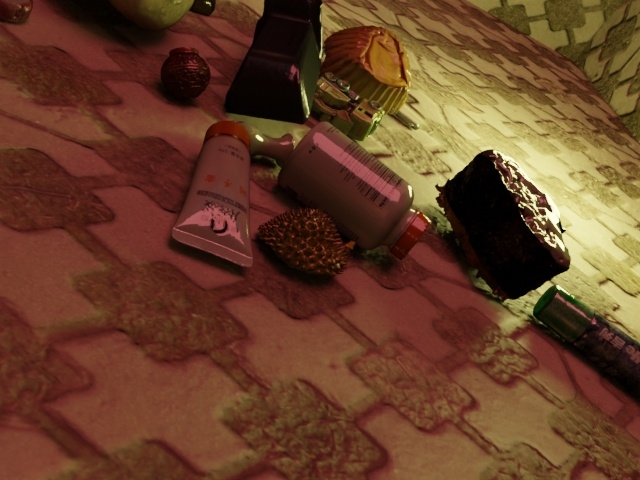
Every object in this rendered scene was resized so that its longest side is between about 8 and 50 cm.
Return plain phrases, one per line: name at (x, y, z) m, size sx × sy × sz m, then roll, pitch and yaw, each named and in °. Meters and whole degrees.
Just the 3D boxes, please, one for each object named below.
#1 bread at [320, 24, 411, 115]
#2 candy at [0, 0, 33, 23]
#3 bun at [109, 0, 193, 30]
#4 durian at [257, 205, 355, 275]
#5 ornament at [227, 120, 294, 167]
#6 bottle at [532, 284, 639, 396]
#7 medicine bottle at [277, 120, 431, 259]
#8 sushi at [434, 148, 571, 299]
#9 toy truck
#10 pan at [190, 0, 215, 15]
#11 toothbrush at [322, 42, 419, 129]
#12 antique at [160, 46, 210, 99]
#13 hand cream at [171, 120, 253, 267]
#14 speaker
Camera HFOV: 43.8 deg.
bread at (0.130, -0.449, 2.066) m, size 0.274 × 0.149 × 0.274 m, roll 20°, pitch 50°, yaw -26°
candy at (-0.590, -0.450, 1.483) m, size 0.103 × 0.043 × 0.103 m, roll 25°, pitch 31°, yaw -17°
bun at (-0.379, -0.608, 1.671) m, size 0.326 × 0.234 × 0.362 m, roll 58°, pitch 10°, yaw -34°
durian at (0.000, 0.000, 1.399) m, size 0.208 × 0.102 × 0.146 m, roll 8°, pitch 35°, yaw -45°
ornament at (-0.132, -0.191, 1.558) m, size 0.156 × 0.075 × 0.081 m, roll 7°, pitch 23°, yaw -37°
bottle at (0.611, 0.225, 1.704) m, size 0.330 × 0.093 × 0.093 m, roll 36°, pitch 30°, yaw 1°
medicine bottle at (0.071, -0.087, 1.531) m, size 0.289 × 0.157 × 0.157 m, roll 38°, pitch 30°, yaw 2°
sushi at (0.413, -0.030, 1.763) m, size 0.234 × 0.207 × 0.348 m, roll 25°, pitch 35°, yaw -40°
toy truck at (0.047, -0.313, 1.893) m, size 0.191 × 0.085 × 0.116 m, roll 34°, pitch 40°, yaw 3°
pan at (-0.322, -0.604, 1.960) m, size 0.128 × 0.048 × 0.202 m, roll 31°, pitch 31°, yaw -10°
toothbrush at (0.121, -0.430, 2.174) m, size 0.386 × 0.040 × 0.040 m, roll 39°, pitch 30°, yaw 5°
antique at (-0.269, -0.329, 1.587) m, size 0.104 × 0.104 × 0.104 m, roll 26°, pitch 32°, yaw -17°
hand cream at (-0.178, -0.083, 1.360) m, size 0.140 × 0.089 × 0.314 m, roll 20°, pitch 42°, yaw -22°
speaker at (-0.089, -0.422, 1.768) m, size 0.180 × 0.184 × 0.388 m, roll 9°, pitch 34°, yaw 0°
